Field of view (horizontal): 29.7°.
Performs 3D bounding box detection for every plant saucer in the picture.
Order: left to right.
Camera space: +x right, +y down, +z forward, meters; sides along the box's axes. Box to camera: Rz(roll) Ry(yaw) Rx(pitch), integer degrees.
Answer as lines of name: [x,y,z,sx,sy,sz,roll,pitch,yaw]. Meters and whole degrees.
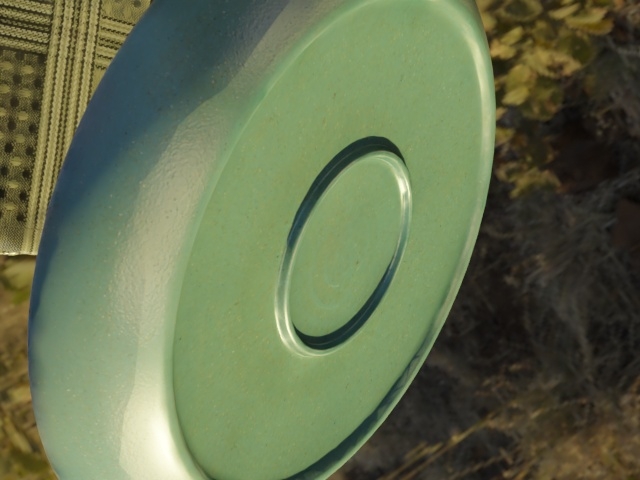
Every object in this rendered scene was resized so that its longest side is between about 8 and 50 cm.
plant saucer: [0.000,0.000,0.560,0.043,0.317,0.318,22,134,30]

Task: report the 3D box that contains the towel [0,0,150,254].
towel: [-0.273,-0.147,0.871,0.056,0.312,0.324,7,90,52]
